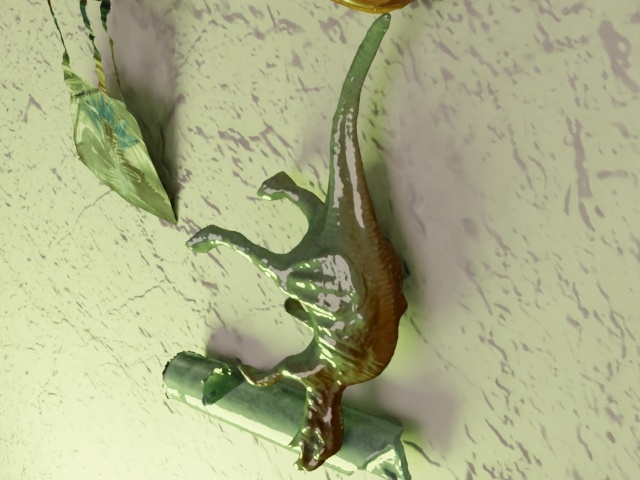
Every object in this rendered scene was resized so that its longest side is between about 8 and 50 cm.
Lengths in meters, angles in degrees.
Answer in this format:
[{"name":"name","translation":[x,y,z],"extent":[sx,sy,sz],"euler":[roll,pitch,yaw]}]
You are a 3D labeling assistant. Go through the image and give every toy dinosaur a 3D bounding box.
[{"name":"toy dinosaur","translation":[0.000,0.000,0.705],"extent":[0.205,0.092,0.392],"euler":[36,115,25]}]

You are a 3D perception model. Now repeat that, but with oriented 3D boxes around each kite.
[{"name":"kite","translation":[-0.233,-0.152,0.858],"extent":[0.169,0.015,0.309],"euler":[30,144,32]}]

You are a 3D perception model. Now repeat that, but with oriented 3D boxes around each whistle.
[{"name":"whistle","translation":[-0.040,0.171,0.831],"extent":[0.312,0.062,0.062],"euler":[11,113,41]}]

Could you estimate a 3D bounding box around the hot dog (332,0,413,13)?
[{"name":"hot dog","translation":[-0.033,-0.233,0.602],"extent":[0.250,0.100,0.068],"euler":[24,120,8]}]
